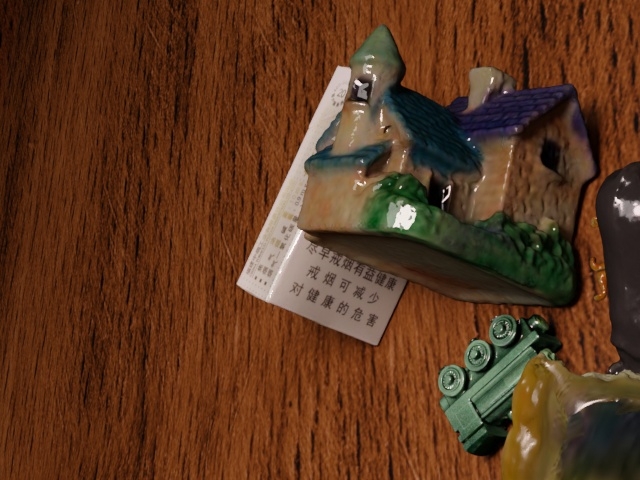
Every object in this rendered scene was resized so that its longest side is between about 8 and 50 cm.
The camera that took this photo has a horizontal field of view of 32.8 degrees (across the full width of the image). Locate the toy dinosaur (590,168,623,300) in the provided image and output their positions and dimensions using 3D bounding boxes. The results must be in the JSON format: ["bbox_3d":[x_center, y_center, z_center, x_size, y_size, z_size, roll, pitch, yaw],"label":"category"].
[{"bbox_3d":[0.368,-0.012,1.213,0.212,0.057,0.142,-52,49,18],"label":"toy dinosaur"}]

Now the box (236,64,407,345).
[{"bbox_3d":[0.052,-0.043,1.494,0.095,0.210,0.330,27,92,53],"label":"box"}]

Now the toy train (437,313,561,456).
[{"bbox_3d":[0.215,0.166,1.290,0.170,0.071,0.111,-47,49,22],"label":"toy train"}]

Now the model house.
[{"bbox_3d":[0.159,-0.096,1.309,0.245,0.312,0.280,0,72,55],"label":"model house"}]

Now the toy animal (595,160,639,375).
[{"bbox_3d":[0.344,0.087,1.091,0.106,0.168,0.343,2,87,57],"label":"toy animal"}]

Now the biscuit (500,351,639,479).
[{"bbox_3d":[0.325,0.246,0.980,0.335,0.078,0.329,-14,87,20],"label":"biscuit"}]
